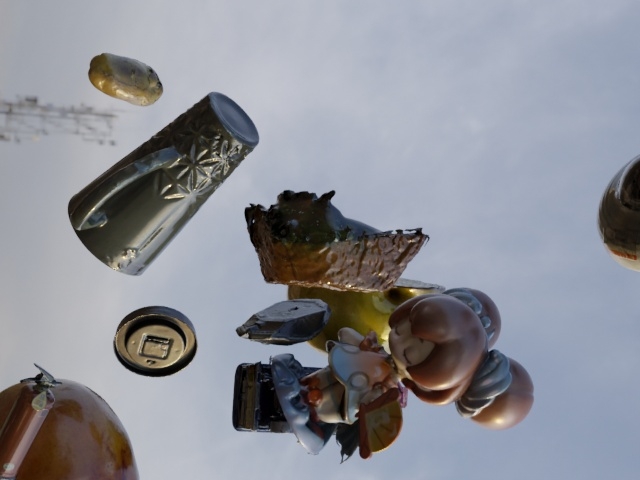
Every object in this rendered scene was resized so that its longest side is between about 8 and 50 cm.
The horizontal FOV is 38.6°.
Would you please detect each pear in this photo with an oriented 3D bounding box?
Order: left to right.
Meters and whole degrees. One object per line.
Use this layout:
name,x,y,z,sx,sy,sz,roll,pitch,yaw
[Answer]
pear,0.093,0.166,1.954,0.386,0.340,0.191,-160,-105,-78

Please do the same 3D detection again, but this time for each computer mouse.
computer mouse,-0.058,0.146,1.552,0.106,0.192,0.062,9,-71,42

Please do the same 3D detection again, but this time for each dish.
dish,0.580,-0.091,1.546,0.273,0.134,0.273,-27,-144,22

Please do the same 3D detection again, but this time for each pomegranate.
pomegranate,-0.436,0.361,1.431,0.319,0.319,0.319,-178,-90,-64

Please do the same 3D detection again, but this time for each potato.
potato,-0.408,-0.339,1.924,0.080,0.170,0.107,-52,-140,31

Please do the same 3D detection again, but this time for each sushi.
sushi,0.000,0.001,1.333,0.287,0.149,0.140,3,-101,32

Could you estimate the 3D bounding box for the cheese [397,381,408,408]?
cheese,0.110,0.410,2.367,0.062,0.244,0.155,-161,-109,-75

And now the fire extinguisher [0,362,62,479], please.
fire extinguisher,-0.388,0.238,1.182,0.050,0.062,0.177,33,-81,40

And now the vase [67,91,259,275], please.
vase,-0.232,-0.084,1.330,0.301,0.251,0.156,-39,-101,21

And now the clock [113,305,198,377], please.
clock,-0.362,0.221,2.014,0.040,0.184,0.184,-101,-155,-55

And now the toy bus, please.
toy bus,-0.014,0.313,1.794,0.175,0.288,0.138,154,-59,-67

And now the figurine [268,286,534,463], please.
figurine,0.141,0.229,1.567,0.248,0.388,0.276,54,13,-51
